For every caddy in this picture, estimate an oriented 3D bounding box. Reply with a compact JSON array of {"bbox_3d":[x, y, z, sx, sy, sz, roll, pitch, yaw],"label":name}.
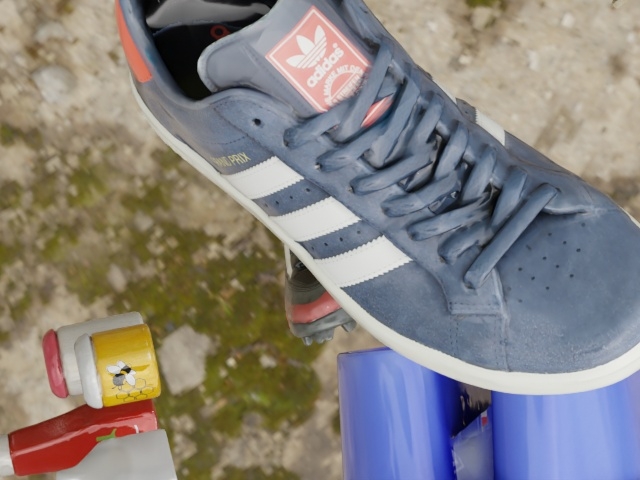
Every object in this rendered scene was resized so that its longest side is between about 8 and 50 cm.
[{"bbox_3d":[0.144,0.163,1.176,0.241,0.341,0.179,-8,86,18],"label":"caddy"}]

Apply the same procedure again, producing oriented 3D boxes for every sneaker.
[{"bbox_3d":[0.020,-0.053,0.744,0.131,0.350,0.148,-49,153,-18],"label":"sneaker"},{"bbox_3d":[0.000,0.000,1.597,0.097,0.276,0.135,-16,118,18],"label":"sneaker"}]

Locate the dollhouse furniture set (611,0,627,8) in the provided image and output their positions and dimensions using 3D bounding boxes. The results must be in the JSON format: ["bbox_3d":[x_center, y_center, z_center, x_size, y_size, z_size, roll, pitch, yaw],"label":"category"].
[{"bbox_3d":[0.289,-0.325,1.488,0.151,0.123,0.144,32,57,-16],"label":"dollhouse furniture set"}]

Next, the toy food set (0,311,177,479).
[{"bbox_3d":[-0.138,0.134,0.833,0.104,0.111,0.232,-11,131,-10],"label":"toy food set"}]
